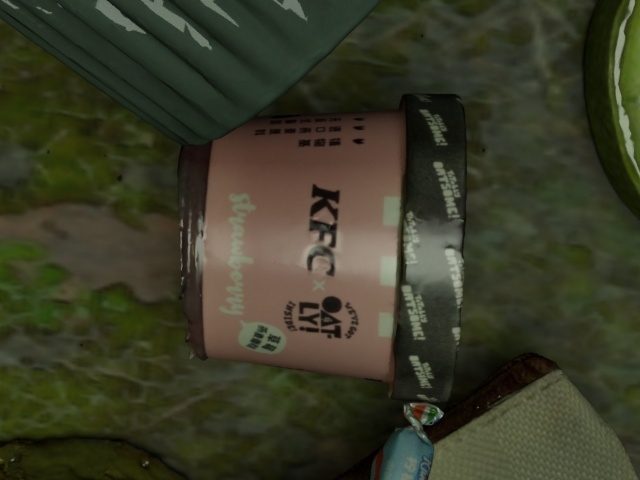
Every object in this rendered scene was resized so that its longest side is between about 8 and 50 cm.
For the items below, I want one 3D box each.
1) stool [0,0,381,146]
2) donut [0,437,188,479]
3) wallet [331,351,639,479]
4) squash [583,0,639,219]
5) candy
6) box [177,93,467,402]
[{"bbox_3d":[-0.098,-0.236,0.644,0.330,0.297,0.297,40,92,-15],"label":"stool"},{"bbox_3d":[-0.141,0.246,0.803,0.272,0.107,0.272,-1,101,-6],"label":"donut"},{"bbox_3d":[0.047,0.222,0.742,0.335,0.068,0.275,-28,85,-21],"label":"wallet"},{"bbox_3d":[0.270,-0.091,0.830,0.252,0.049,0.252,-1,99,-8],"label":"squash"},{"bbox_3d":[0.033,0.114,0.730,0.030,0.020,0.083,18,79,-6],"label":"candy"},{"bbox_3d":[0.000,0.000,0.764,0.135,0.151,0.151,4,99,1],"label":"box"}]
